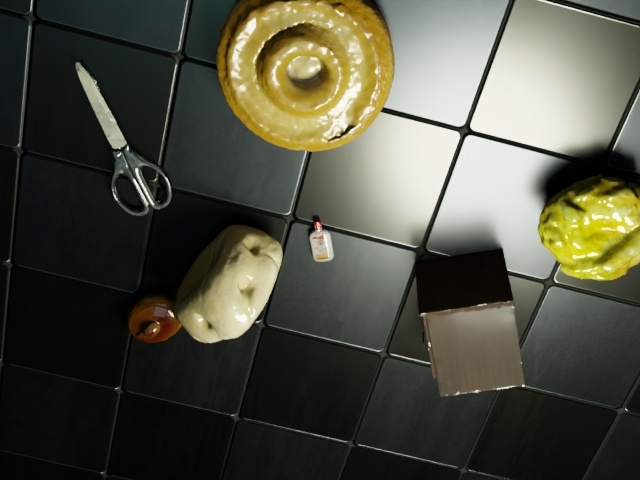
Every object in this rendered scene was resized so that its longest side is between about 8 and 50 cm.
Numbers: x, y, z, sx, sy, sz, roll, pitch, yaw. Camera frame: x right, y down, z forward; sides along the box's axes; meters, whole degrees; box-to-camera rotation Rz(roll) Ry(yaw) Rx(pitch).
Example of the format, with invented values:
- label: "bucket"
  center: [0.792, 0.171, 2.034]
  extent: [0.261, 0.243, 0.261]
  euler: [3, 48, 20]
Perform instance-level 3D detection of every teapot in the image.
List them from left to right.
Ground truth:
- label: "teapot"
  center: [-0.316, 0.153, 1.754]
  extent: [0.129, 0.078, 0.098]
  euler: [-32, 113, 20]

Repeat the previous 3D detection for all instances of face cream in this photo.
- label: "face cream"
  center: [0.000, 0.000, 1.677]
  extent: [0.040, 0.021, 0.083]
  euler: [-7, 119, 7]

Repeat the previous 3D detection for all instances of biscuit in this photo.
- label: "biscuit"
  center: [-0.025, -0.281, 1.473]
  extent: [0.296, 0.102, 0.296]
  euler: [2, 119, 5]

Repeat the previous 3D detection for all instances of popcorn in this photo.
- label: "popcorn"
  center: [0.476, -0.023, 1.564]
  extent: [0.197, 0.155, 0.198]
  euler: [4, 104, 16]

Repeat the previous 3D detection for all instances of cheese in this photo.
- label: "cheese"
  center: [-0.167, 0.081, 1.632]
  extent: [0.117, 0.218, 0.235]
  euler: [34, 95, -19]

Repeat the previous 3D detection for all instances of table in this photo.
- label: "table"
  center: [0.269, 0.152, 1.664]
  extent: [0.172, 0.169, 0.193]
  euler: [-9, 120, 9]

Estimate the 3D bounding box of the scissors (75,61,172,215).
- label: "scissors"
  center: [-0.359, -0.177, 1.599]
  extent: [0.109, 0.022, 0.300]
  euler: [-18, 116, 10]
